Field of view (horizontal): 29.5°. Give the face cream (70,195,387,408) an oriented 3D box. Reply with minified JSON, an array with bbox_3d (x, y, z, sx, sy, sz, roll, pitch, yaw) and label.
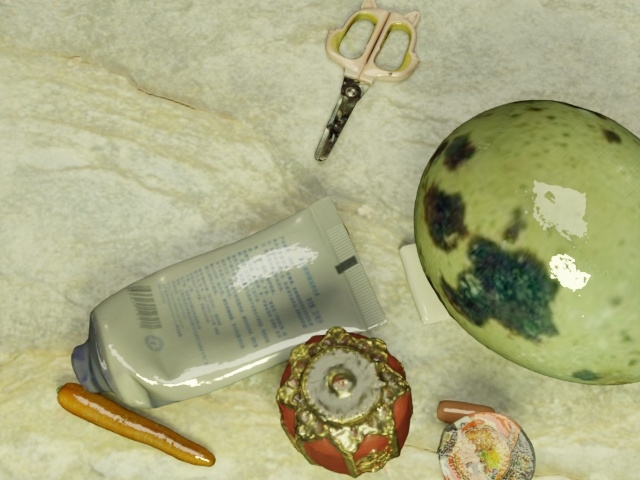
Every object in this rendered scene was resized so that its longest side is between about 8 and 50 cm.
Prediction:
[{"bbox_3d":[-0.142,0.100,1.678,0.420,0.137,0.235,-23,53,-1],"label":"face cream"}]

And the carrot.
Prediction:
[{"bbox_3d":[-0.256,0.257,1.679,0.247,0.043,0.043,23,66,10],"label":"carrot"}]

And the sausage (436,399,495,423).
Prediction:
[{"bbox_3d":[0.202,0.241,1.682,0.083,0.034,0.034,8,64,6],"label":"sausage"}]

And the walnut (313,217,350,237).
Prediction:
[{"bbox_3d":[0.000,0.000,1.779,0.092,0.092,0.092,0,64,1],"label":"walnut"}]

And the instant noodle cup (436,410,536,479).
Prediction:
[{"bbox_3d":[0.211,0.304,1.594,0.127,0.136,0.127,0,63,0],"label":"instant noodle cup"}]

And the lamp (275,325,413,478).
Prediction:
[{"bbox_3d":[0.033,0.213,1.566,0.177,0.274,0.177,-2,72,5],"label":"lamp"}]

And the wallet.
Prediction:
[{"bbox_3d":[0.159,0.061,1.778,0.061,0.025,0.122,-10,64,-11],"label":"wallet"}]

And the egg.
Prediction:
[{"bbox_3d":[0.324,0.009,1.627,0.428,0.345,0.345,45,72,6],"label":"egg"}]

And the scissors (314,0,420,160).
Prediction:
[{"bbox_3d":[0.060,-0.255,1.934,0.160,0.024,0.318,20,66,10],"label":"scissors"}]
